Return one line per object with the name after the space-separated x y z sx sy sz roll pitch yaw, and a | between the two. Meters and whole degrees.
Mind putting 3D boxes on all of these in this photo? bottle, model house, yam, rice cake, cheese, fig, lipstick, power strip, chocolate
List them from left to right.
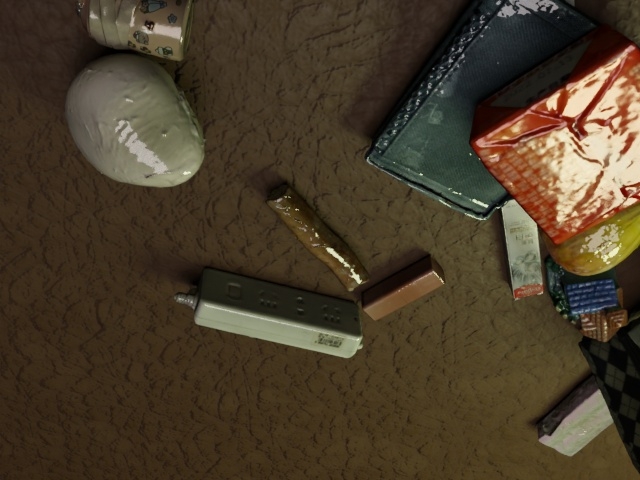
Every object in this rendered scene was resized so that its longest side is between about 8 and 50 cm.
-0.257 -0.160 1.108 0.154 0.198 0.189 -32 114 -20 | cheese
-0.244 -0.291 1.058 0.152 0.099 0.099 12 127 -7 | bottle
-0.080 0.122 1.390 0.338 0.098 0.058 14 126 -13 | power strip
0.000 0.000 1.324 0.057 0.056 0.241 -30 124 20 | yam
0.140 0.083 1.400 0.145 0.045 0.045 -30 121 22 | lipstick
0.350 -0.139 1.090 0.235 0.108 0.237 -32 124 26 | chocolate
0.452 0.108 1.366 0.119 0.148 0.148 -11 126 8 | model house
0.546 0.317 1.599 0.106 0.050 0.298 25 124 -20 | rice cake
0.452 -0.039 1.212 0.257 0.159 0.159 -17 131 39 | fig

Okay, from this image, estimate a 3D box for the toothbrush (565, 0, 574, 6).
0.353 -0.239 1.160 0.022 0.026 0.263 -17 128 -1 | toothbrush

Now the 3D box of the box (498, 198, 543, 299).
0.329 0.004 1.347 0.055 0.039 0.218 -14 128 7 | box

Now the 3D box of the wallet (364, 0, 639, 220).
0.249 -0.193 1.156 0.237 0.075 0.342 26 127 -16 | wallet

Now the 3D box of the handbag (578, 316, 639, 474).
0.643 0.175 1.326 0.180 0.316 0.416 21 123 -35 | handbag
